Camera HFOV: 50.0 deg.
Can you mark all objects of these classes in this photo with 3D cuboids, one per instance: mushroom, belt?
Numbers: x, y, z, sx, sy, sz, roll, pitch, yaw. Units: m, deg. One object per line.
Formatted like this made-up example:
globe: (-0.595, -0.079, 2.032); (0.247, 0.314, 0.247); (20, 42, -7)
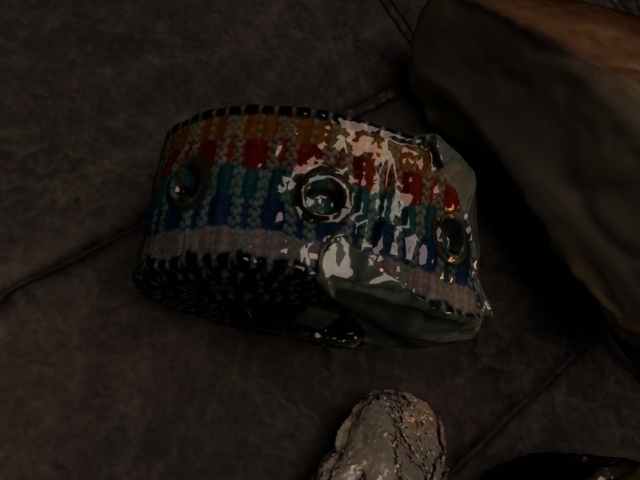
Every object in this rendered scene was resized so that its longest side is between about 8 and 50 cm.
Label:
mushroom: (0.290, -0.126, 0.644); (0.314, 0.224, 0.397); (-33, 69, -28)
belt: (0.000, 0.000, 0.515); (0.258, 0.207, 0.149); (12, 71, -10)

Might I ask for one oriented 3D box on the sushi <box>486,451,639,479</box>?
sushi: (0.242, 0.270, 0.524); (0.213, 0.204, 0.199); (9, 73, -14)

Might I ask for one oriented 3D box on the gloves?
gloves: (0.051, 0.196, 0.543); (0.114, 0.070, 0.153); (41, 60, -5)

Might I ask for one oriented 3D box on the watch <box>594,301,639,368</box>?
watch: (0.382, 0.062, 0.733); (0.206, 0.068, 0.192); (-22, 78, -31)

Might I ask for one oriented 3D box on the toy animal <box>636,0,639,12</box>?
toy animal: (0.540, -0.159, 0.865); (0.367, 0.081, 0.205); (17, 69, -21)
